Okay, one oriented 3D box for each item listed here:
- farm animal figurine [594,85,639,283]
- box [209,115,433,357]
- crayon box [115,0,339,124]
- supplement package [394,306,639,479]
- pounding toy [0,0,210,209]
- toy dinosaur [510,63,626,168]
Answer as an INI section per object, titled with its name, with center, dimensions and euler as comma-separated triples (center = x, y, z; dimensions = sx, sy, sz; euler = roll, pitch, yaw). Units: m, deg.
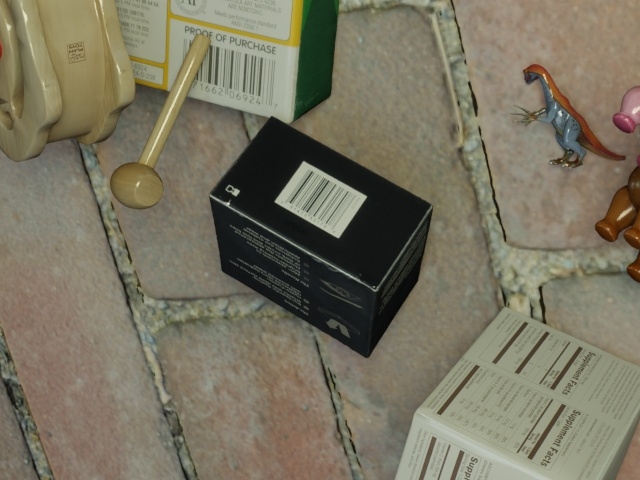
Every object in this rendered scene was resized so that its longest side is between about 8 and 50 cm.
[farm animal figurine]
center = 0.348, -0.029, 0.831
dimensions = 0.327, 0.172, 0.330
euler = 43, 168, 4
[box]
center = 0.000, 0.000, 1.062
dimensions = 0.156, 0.093, 0.158
euler = 30, 158, 12
[crayon box]
center = -0.083, -0.276, 1.027
dimensions = 0.203, 0.083, 0.323
euler = 17, 120, 20
[supplement package]
center = 0.149, 0.227, 1.062
dimensions = 0.145, 0.204, 0.261
euler = 25, 121, 18
[pounding toy]
center = -0.193, -0.156, 1.049
dimensions = 0.154, 0.155, 0.269
euler = -1, 105, 59
[toy dinosaur]
center = 0.189, -0.100, 1.005
dimensions = 0.090, 0.047, 0.082
euler = -7, 102, -5
